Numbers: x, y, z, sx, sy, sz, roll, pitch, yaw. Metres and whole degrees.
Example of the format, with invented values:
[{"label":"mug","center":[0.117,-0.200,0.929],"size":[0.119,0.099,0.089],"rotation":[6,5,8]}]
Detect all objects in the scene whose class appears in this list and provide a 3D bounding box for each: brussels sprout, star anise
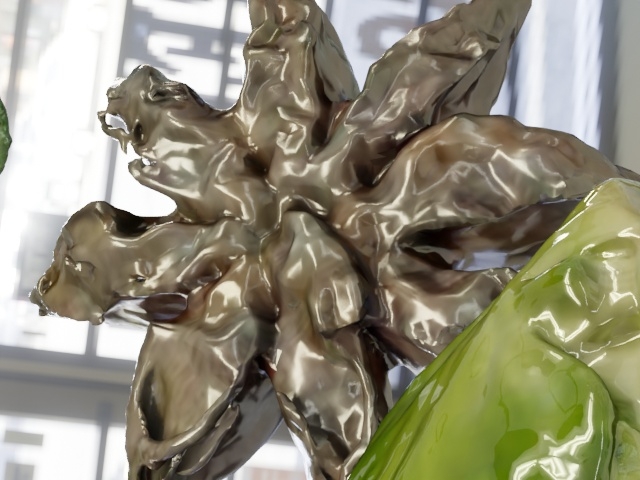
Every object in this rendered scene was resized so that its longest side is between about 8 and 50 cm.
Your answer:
[{"label":"brussels sprout","center":[0.099,0.123,0.547],"size":[0.219,0.210,0.271],"rotation":[-5,-66,-71]},{"label":"star anise","center":[0.002,-0.001,0.819],"size":[0.117,0.331,0.332],"rotation":[44,-132,-67]}]

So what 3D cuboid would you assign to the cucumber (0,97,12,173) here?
[{"label":"cucumber","center":[-0.235,-0.070,0.930],"size":[0.115,0.116,0.062],"rotation":[-20,21,44]}]
